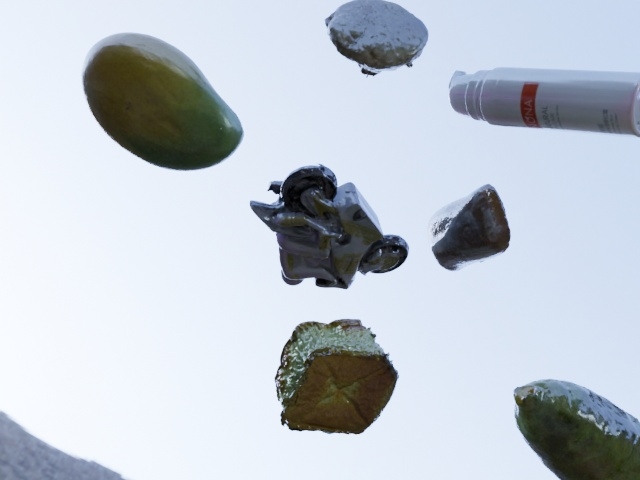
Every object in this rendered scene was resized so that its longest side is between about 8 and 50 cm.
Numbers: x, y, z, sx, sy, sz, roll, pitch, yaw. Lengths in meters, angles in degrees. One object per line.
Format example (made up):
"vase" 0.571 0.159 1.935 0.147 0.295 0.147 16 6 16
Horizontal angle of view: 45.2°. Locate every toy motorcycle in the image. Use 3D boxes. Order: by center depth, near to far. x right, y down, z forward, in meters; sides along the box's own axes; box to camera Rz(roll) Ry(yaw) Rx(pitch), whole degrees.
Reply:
"toy motorcycle" 0.000 0.000 0.929 0.152 0.073 0.225 -32 -45 20

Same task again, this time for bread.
"bread" 0.019 0.153 0.870 0.140 0.069 0.127 8 -62 -25

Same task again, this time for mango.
"mango" -0.175 -0.150 0.851 0.195 0.092 0.130 26 -82 2

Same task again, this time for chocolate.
"chocolate" 0.316 -0.019 1.738 0.254 0.080 0.156 -32 -108 63

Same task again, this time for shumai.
"shumai" 0.102 -0.379 1.491 0.201 0.201 0.120 16 -38 4

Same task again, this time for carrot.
"carrot" 0.227 0.174 0.455 0.359 0.074 0.074 38 -52 -27

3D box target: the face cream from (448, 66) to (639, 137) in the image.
"face cream" 0.358 -0.228 1.242 0.346 0.102 0.102 13 -44 45

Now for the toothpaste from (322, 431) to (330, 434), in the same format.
"toothpaste" -0.003 0.261 1.368 0.046 0.034 0.164 148 -76 -73
